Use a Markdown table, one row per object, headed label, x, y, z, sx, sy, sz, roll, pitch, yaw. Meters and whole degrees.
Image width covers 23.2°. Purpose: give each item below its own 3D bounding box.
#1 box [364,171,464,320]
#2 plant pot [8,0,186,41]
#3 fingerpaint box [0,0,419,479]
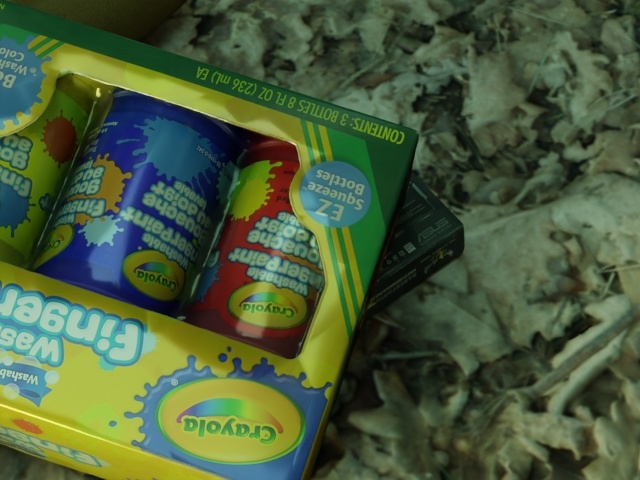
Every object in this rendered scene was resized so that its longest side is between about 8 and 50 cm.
| label | x | y | z | sx | sy | sz | roll | pitch | yaw |
| --- | --- | --- | --- | --- | --- | --- | --- | --- | --- |
| box | 0.000 | 0.000 | 1.570 | 0.233 | 0.059 | 0.183 | -34 | 61 | -16 |
| plant pot | -0.278 | -0.279 | 1.698 | 0.254 | 0.237 | 0.237 | -24 | 57 | -27 |
| fingerpaint box | -0.177 | 0.019 | 1.414 | 0.445 | 0.163 | 0.371 | 19 | 67 | 4 |
